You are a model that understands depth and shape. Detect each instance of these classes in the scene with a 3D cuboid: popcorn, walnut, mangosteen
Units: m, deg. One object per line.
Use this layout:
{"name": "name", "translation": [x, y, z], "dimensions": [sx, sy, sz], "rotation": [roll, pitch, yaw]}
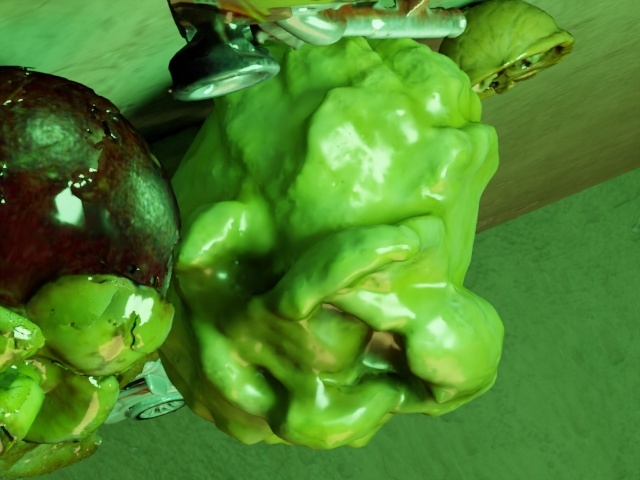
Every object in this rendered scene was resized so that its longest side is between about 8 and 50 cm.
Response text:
{"name": "popcorn", "translation": [0.000, 0.000, 1.024], "dimensions": [0.195, 0.256, 0.255], "rotation": [14, -156, -21]}
{"name": "walnut", "translation": [0.108, -0.122, 1.155], "dimensions": [0.091, 0.052, 0.121], "rotation": [-24, 176, 2]}
{"name": "mangosteen", "translation": [-0.138, 0.017, 0.824], "dimensions": [0.166, 0.180, 0.166], "rotation": [-7, 145, -5]}

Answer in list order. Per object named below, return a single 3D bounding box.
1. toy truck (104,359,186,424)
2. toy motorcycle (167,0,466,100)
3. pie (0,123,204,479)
{"name": "toy truck", "translation": [-0.254, 0.102, 1.459], "dimensions": [0.305, 0.136, 0.162], "rotation": [-21, 166, 9]}
{"name": "toy motorcycle", "translation": [0.011, -0.120, 0.618], "dimensions": [0.171, 0.089, 0.298], "rotation": [-23, 175, 1]}
{"name": "pie", "translation": [-0.134, 0.040, 1.220], "dimensions": [0.302, 0.067, 0.302], "rotation": [-44, 165, -15]}
